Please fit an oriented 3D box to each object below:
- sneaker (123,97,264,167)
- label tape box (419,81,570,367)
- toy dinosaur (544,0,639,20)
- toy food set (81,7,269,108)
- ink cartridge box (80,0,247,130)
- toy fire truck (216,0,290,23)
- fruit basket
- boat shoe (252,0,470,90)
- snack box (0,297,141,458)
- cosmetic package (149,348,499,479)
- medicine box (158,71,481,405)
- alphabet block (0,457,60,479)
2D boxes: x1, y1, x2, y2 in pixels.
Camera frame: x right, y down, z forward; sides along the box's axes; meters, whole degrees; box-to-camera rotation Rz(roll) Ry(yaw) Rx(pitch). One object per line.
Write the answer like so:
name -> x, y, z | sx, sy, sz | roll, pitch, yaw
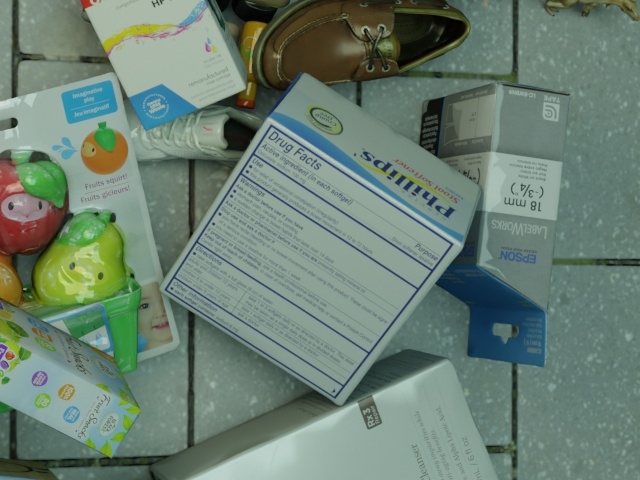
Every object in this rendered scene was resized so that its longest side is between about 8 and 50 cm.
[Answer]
sneaker -> -0.158, -0.138, 1.948 | 0.232, 0.115, 0.090 | 0, 89, -17
label tape box -> 0.202, -0.018, 1.992 | 0.106, 0.240, 0.334 | 7, 87, -17
toy dinosaur -> 0.337, -0.331, 2.117 | 0.183, 0.092, 0.053 | 10, 86, -17
toy food set -> -0.183, -0.231, 1.944 | 0.232, 0.111, 0.104 | 11, 87, -13
ink cartridge box -> -0.191, -0.261, 1.837 | 0.134, 0.078, 0.231 | -23, 110, 9
toy fire truck -> -0.127, -0.421, 1.964 | 0.217, 0.158, 0.246 | 11, 49, -18
fruit basket -> -0.347, 0.015, 1.838 | 0.327, 0.165, 0.353 | -16, 114, -17
boat shoe -> 0.056, -0.252, 1.964 | 0.307, 0.104, 0.111 | -24, 120, -37
snack box -> -0.308, 0.134, 1.711 | 0.207, 0.174, 0.070 | 32, 94, -23
cosmetic package -> 0.007, 0.307, 1.972 | 0.385, 0.156, 0.217 | -25, 98, -17
medicine box -> 0.000, 0.000, 1.879 | 0.263, 0.149, 0.289 | 33, 121, -3
alphabet block -> -0.406, 0.351, 1.821 | 0.192, 0.197, 0.193 | 10, 86, -18
